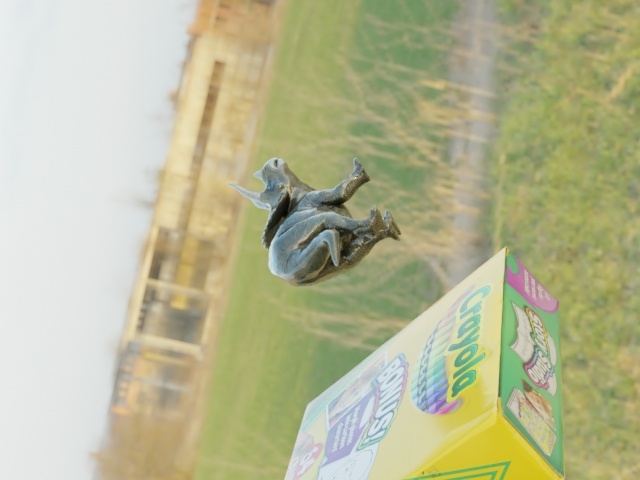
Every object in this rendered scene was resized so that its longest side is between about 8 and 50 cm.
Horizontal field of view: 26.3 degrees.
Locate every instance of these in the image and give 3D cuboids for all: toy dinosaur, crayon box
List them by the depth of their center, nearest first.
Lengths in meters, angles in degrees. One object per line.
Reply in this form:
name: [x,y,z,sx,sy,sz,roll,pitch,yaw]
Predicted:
crayon box: [0.099,0.200,1.398,0.313,0.106,0.363,-42,11,22]
toy dinosaur: [0.000,0.000,1.527,0.121,0.160,0.313,57,-171,-26]
